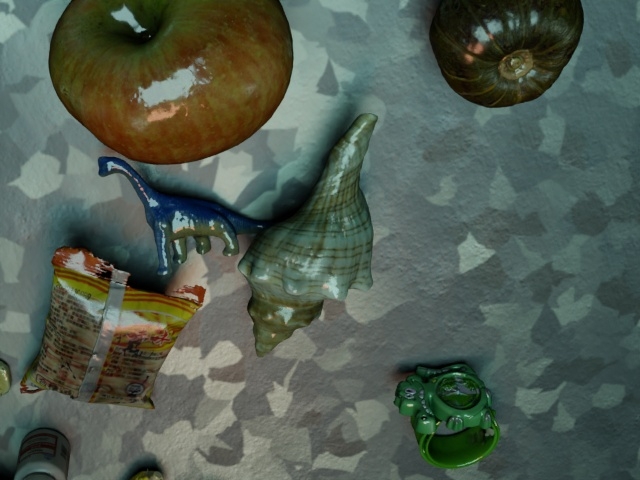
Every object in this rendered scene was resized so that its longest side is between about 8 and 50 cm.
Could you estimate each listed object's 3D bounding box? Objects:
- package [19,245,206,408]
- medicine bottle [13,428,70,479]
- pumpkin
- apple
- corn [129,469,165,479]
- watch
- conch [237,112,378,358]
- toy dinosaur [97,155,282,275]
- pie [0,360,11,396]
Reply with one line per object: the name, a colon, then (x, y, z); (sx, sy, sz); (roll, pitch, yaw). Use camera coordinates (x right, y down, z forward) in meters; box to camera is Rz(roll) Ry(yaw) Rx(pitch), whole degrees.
package: (-0.310, 0.153, 1.782); (0.223, 0.108, 0.288); (13, 129, -14)
medicine bottle: (-0.425, 0.354, 1.847); (0.079, 0.140, 0.079); (-3, 112, -6)
pumpkin: (0.254, -0.289, 1.673); (0.218, 0.162, 0.219); (-15, 139, -14)
apple: (-0.186, -0.227, 1.583); (0.309, 0.278, 0.250); (-6, 154, 12)
corn: (-0.311, 0.450, 1.941); (0.067, 0.067, 0.206); (29, 106, -17)
watch: (0.197, 0.286, 1.929); (0.165, 0.131, 0.152); (-8, 131, -9)
conch: (0.009, 0.010, 1.743); (0.169, 0.203, 0.386); (44, 105, 9)
toy dinosaur: (-0.185, -0.057, 1.751); (0.247, 0.075, 0.188); (-13, 111, -12)
pie: (-0.512, 0.213, 1.844); (0.084, 0.020, 0.084); (-3, 112, -9)
